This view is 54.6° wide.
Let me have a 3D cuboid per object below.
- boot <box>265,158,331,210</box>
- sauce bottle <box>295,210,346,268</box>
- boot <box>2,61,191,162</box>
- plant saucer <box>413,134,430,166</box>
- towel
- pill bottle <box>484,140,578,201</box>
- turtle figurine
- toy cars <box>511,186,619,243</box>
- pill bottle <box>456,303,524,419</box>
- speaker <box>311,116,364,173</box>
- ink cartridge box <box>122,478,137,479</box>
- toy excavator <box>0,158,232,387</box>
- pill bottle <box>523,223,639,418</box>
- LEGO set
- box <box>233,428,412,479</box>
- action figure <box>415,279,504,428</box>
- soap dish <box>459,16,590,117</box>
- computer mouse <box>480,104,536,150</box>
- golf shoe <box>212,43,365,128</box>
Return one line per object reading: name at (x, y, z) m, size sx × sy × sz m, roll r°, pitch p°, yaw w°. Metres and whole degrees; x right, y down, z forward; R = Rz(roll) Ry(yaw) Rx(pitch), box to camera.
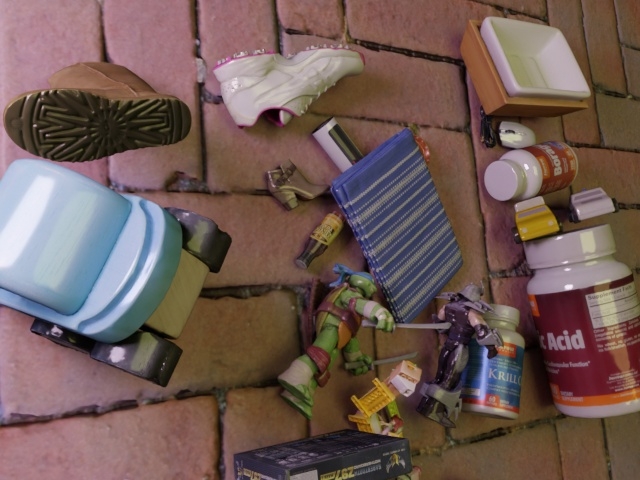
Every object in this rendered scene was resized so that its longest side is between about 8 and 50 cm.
boot at (-0.043, -0.111, 1.151) m, size 0.118 × 0.042 × 0.086 m, roll -29°, pitch 94°, yaw -33°
sauce bottle at (0.000, 0.000, 1.155) m, size 0.042 × 0.042 × 0.128 m, roll 45°, pitch 60°, yaw -17°
boot at (-0.331, -0.190, 0.859) m, size 0.236 × 0.269 × 0.089 m, roll -5°, pitch 116°, yaw -36°
plant saucer at (0.200, -0.186, 1.331) m, size 0.084 × 0.013 × 0.083 m, roll 7°, pitch 77°, yaw -31°
towel at (0.163, -0.026, 1.235) m, size 0.243 × 0.040 × 0.335 m, roll -40°, pitch 115°, yaw -32°
pill bottle at (0.486, -0.158, 1.438) m, size 0.216 × 0.121 × 0.121 m, roll -17°, pitch 90°, yaw -33°
turtle figurine at (0.067, 0.195, 1.070) m, size 0.274 × 0.198 × 0.266 m, roll 47°, pitch 66°, yaw -12°
toy cars at (0.558, -0.072, 1.433) m, size 0.394 × 0.176 × 0.087 m, roll -15°, pitch 88°, yaw -33°
pill bottle at (0.353, 0.248, 1.277) m, size 0.124 × 0.124 × 0.221 m, roll 19°, pitch 71°, yaw -28°
speaker at (0.045, -0.171, 1.208) m, size 0.136 × 0.055 × 0.055 m, roll 51°, pitch 60°, yaw -14°
ink cartridge box at (-0.297, 0.543, 0.782) m, size 0.385 × 0.160 × 0.279 m, roll -41°, pitch 96°, yaw -31°
toy excavator at (-0.402, -0.027, 0.780) m, size 0.445 × 0.433 × 0.222 m, roll 45°, pitch 61°, yaw -49°
pill bottle at (0.591, 0.172, 1.379) m, size 0.224 × 0.224 × 0.391 m, roll -11°, pitch 86°, yaw -33°
LEGO set at (0.134, 0.299, 1.110) m, size 0.107 × 0.132 × 0.286 m, roll -29°, pitch 129°, yaw -41°
box at (0.002, 0.360, 1.003) m, size 0.233 × 0.183 × 0.059 m, roll -1°, pitch 82°, yaw -33°
action figure at (0.265, 0.211, 1.208) m, size 0.099 × 0.185 × 0.284 m, roll 20°, pitch 87°, yaw -13°
soap dish at (0.476, -0.398, 1.457) m, size 0.291 × 0.118 × 0.228 m, roll -6°, pitch 69°, yaw -32°
computer mouse at (0.461, -0.257, 1.489) m, size 0.193 × 0.042 × 0.105 m, roll 10°, pitch 74°, yaw -30°
golf shoe at (-0.047, -0.286, 1.153) m, size 0.306 × 0.115 × 0.140 m, roll -15°, pitch 99°, yaw -27°
